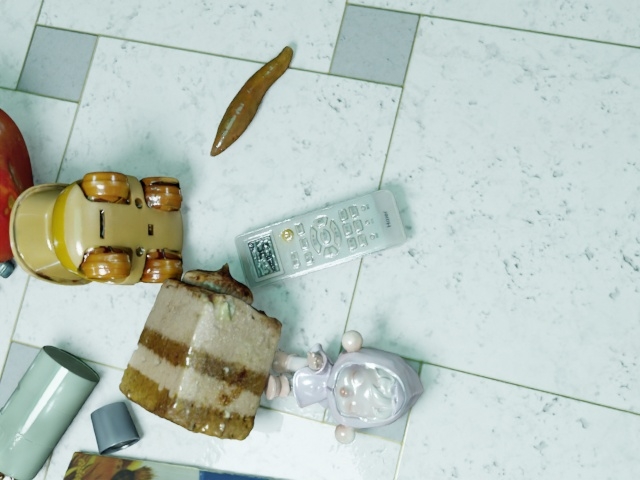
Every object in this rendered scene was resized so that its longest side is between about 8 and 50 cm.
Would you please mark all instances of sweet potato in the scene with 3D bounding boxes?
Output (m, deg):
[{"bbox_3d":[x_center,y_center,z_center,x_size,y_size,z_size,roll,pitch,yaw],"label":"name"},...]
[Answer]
[{"bbox_3d":[-0.140,-0.272,1.666,0.057,0.057,0.264,31,86,14],"label":"sweet potato"}]

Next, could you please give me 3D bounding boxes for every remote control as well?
[{"bbox_3d":[0.000,0.000,1.595,0.313,0.055,0.109,-17,84,12],"label":"remote control"}]

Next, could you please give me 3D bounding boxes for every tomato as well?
[{"bbox_3d":[-0.682,-0.094,1.614,0.293,0.290,0.325,-24,69,7],"label":"tomato"}]

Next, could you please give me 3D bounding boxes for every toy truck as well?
[{"bbox_3d":[-0.391,-0.017,1.571,0.212,0.288,0.204,-6,84,35],"label":"toy truck"}]

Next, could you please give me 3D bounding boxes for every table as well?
[{"bbox_3d":[-0.525,0.321,1.599,0.126,0.126,0.220,34,88,14],"label":"table"}]

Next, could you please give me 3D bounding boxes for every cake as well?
[{"bbox_3d":[-0.191,0.182,1.501,0.199,0.196,0.292,9,75,52],"label":"cake"}]

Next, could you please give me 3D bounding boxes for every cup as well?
[{"bbox_3d":[-0.392,0.354,1.601,0.100,0.078,0.077,-37,67,34],"label":"cup"}]

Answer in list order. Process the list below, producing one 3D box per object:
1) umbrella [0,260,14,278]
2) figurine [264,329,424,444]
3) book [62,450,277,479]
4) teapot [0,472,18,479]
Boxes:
[{"bbox_3d":[-0.732,0.171,1.684,0.143,0.094,0.348,38,87,10],"label":"umbrella"},{"bbox_3d":[0.039,0.250,1.503,0.276,0.133,0.200,6,94,17],"label":"figurine"},{"bbox_3d":[-0.285,0.538,1.498,0.428,0.039,0.300,5,54,11],"label":"book"},{"bbox_3d":[-0.630,0.459,1.619,0.129,0.078,0.098,-17,77,8],"label":"teapot"}]
